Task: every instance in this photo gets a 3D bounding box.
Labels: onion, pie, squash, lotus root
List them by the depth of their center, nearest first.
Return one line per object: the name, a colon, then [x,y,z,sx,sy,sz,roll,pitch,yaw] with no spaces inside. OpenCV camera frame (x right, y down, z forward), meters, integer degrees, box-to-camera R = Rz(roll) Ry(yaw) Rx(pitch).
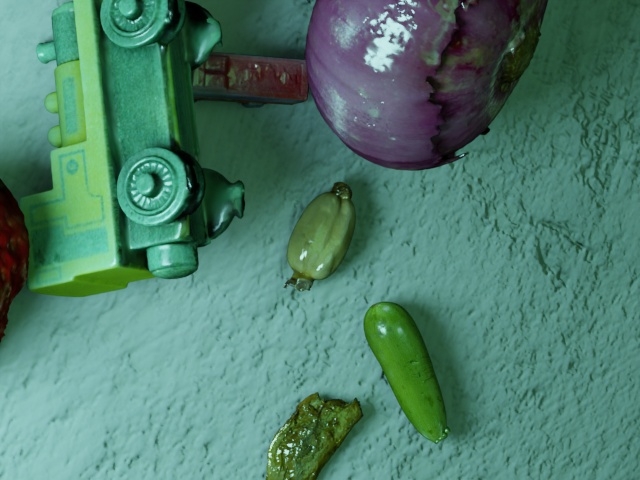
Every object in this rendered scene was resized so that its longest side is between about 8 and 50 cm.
onion: [0.106,-0.256,1.719,0.345,0.358,0.358,1,89,15]
lotus root: [0.000,0.000,1.798,0.073,0.062,0.150,29,77,-15]
pie: [-0.016,0.253,1.806,0.092,0.034,0.170,41,79,-22]
squash: [0.113,0.166,1.851,0.066,0.066,0.201,-30,102,-23]

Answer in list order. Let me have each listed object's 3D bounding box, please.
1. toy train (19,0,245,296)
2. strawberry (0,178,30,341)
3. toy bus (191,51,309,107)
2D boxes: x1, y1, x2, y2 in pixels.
toy train: [-0.223,-0.131,1.614,0.150,0.237,0.369,14,67,-64]
strawberry: [-0.427,0.048,1.503,0.257,0.257,0.277,-11,125,-26]
toy bus: [-0.108,-0.195,1.739,0.192,0.077,0.065,1,88,-26]
